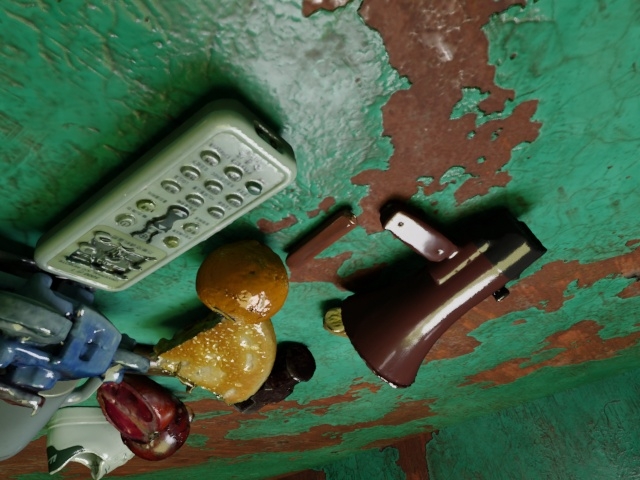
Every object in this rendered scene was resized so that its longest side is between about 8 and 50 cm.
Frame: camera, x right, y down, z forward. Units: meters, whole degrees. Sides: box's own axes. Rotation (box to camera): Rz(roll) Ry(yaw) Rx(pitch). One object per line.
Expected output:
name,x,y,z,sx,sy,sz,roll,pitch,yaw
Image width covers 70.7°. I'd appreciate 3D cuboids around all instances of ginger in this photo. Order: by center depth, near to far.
ginger,0.119,0.183,0.952,0.298,0.065,0.118,18,149,-36

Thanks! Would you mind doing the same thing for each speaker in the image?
speaker,0.171,0.056,0.762,0.259,0.198,0.329,38,114,-2

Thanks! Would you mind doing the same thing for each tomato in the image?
tomato,-0.389,0.341,0.976,0.189,0.173,0.099,-53,171,34

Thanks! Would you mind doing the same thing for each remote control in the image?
remote control,-0.188,-0.040,0.530,0.335,0.066,0.128,-29,145,23

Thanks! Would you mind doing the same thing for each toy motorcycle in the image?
toy motorcycle,-0.398,0.112,0.637,0.182,0.241,0.319,-49,155,-18

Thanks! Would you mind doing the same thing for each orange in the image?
orange,-0.109,0.060,0.656,0.135,0.117,0.135,31,158,14

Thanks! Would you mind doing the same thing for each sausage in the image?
sausage,0.000,0.000,0.674,0.030,0.035,0.147,36,124,-25

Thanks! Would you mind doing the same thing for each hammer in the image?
hammer,-0.235,0.279,0.985,0.408,0.095,0.242,22,133,-33

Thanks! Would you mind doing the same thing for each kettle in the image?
kettle,-0.524,0.284,0.836,0.243,0.160,0.210,-37,145,24

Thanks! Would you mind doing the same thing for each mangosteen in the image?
mangosteen,-0.399,0.447,1.109,0.166,0.166,0.180,-11,173,-1

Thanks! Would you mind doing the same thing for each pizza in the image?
pizza,-0.197,0.200,0.836,0.228,0.081,0.290,-1,129,-9

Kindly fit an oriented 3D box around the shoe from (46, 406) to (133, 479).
shoe,-0.523,0.535,1.184,0.363,0.160,0.131,23,135,-40
